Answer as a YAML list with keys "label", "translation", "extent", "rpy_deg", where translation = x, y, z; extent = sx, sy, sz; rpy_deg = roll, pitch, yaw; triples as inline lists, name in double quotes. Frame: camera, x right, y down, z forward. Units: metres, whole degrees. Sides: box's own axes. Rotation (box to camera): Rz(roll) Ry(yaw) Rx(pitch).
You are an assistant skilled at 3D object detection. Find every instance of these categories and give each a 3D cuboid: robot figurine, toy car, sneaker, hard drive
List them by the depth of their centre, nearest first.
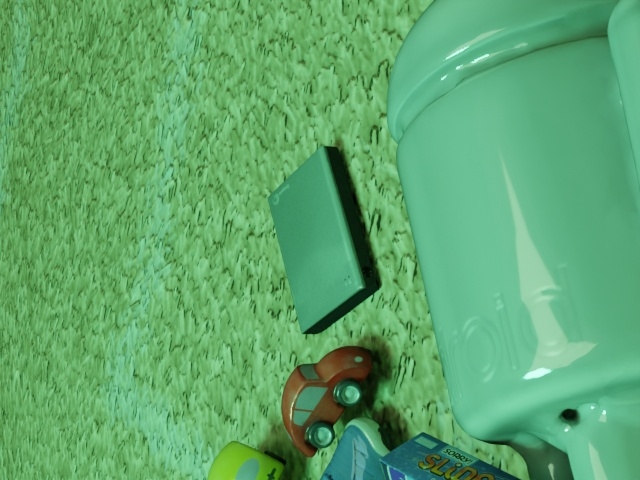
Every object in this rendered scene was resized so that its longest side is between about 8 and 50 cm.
- label: "robot figurine"
  translation: [0.151, -0.017, 0.674]
  extent: [0.300, 0.199, 0.353]
  rpy_deg: [115, 147, -66]
- label: "sneaker"
  translation: [0.009, 0.241, 0.949]
  extent: [0.080, 0.081, 0.211]
  rpy_deg: [25, 104, 54]
- label: "toy car"
  translation: [-0.053, 0.206, 0.962]
  extent: [0.239, 0.053, 0.225]
  rpy_deg: [-51, 12, 40]
- label: "hard drive"
  translation: [0.000, 0.000, 1.031]
  extent: [0.094, 0.022, 0.135]
  rpy_deg: [-41, 55, 45]

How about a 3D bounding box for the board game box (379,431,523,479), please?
- label: "board game box"
  translation: [0.106, 0.215, 0.650]
  extent: [0.136, 0.035, 0.201]
  rpy_deg: [18, 129, 53]
